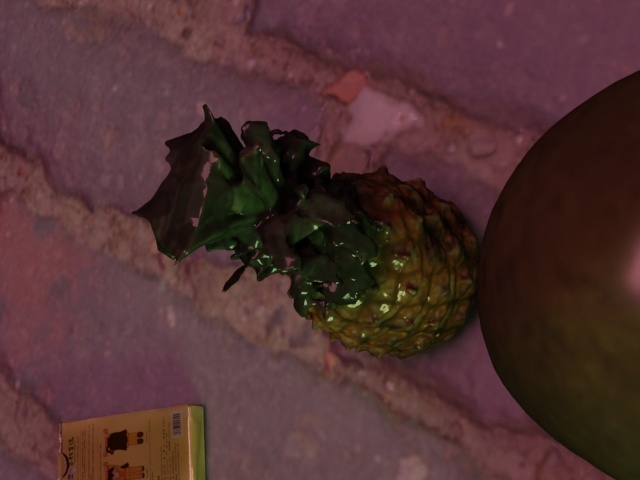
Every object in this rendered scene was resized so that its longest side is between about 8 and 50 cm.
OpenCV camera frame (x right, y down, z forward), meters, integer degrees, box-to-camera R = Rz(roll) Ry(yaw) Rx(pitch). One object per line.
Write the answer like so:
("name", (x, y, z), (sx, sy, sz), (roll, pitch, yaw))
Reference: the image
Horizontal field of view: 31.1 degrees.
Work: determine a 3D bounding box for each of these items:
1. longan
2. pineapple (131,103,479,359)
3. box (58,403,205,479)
("longan", (0.201, 0.012, 0.593), (0.246, 0.215, 0.246), (-17, 49, 21))
("pineapple", (-0.001, 0.000, 0.712), (0.128, 0.248, 0.128), (-12, 70, 34))
("box", (-0.153, 0.174, 0.918), (0.149, 0.020, 0.073), (-12, 74, 33))
